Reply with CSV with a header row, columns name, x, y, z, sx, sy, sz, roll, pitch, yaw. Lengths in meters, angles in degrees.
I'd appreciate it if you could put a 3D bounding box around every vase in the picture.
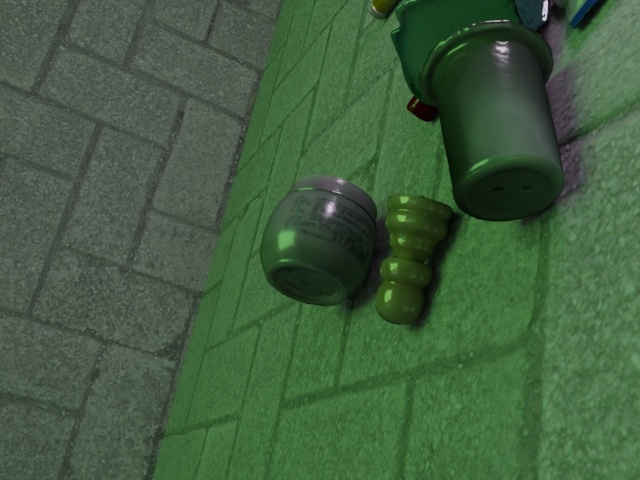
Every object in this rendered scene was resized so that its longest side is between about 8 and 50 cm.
name,x,y,z,sx,sy,sz,roll,pitch,yaw
vase,0.308,-0.191,1.238,0.245,0.245,0.291,-46,39,48

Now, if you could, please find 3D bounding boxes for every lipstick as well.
name,x,y,z,sx,sy,sz,roll,pitch,yaw
lipstick,0.302,-0.400,1.654,0.280,0.073,0.073,-56,23,32

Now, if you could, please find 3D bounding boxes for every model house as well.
name,x,y,z,sx,sy,sz,roll,pitch,yaw
model house,0.321,-0.441,1.451,0.280,0.230,0.249,-11,21,38

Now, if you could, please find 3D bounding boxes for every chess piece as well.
name,x,y,z,sx,sy,sz,roll,pitch,yaw
chess piece,0.181,0.044,1.465,0.142,0.142,0.261,180,103,-69

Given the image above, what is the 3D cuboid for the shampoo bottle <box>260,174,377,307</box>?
name,x,y,z,sx,sy,sz,roll,pitch,yaw
shampoo bottle,0.000,0.000,1.746,0.273,0.273,0.266,-38,28,56

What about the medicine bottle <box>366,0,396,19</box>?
name,x,y,z,sx,sy,sz,roll,pitch,yaw
medicine bottle,0.231,-0.787,2.230,0.218,0.074,0.074,-40,34,52

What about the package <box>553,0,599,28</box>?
name,x,y,z,sx,sy,sz,roll,pitch,yaw
package,0.494,-0.487,1.301,0.171,0.027,0.173,-52,25,32
